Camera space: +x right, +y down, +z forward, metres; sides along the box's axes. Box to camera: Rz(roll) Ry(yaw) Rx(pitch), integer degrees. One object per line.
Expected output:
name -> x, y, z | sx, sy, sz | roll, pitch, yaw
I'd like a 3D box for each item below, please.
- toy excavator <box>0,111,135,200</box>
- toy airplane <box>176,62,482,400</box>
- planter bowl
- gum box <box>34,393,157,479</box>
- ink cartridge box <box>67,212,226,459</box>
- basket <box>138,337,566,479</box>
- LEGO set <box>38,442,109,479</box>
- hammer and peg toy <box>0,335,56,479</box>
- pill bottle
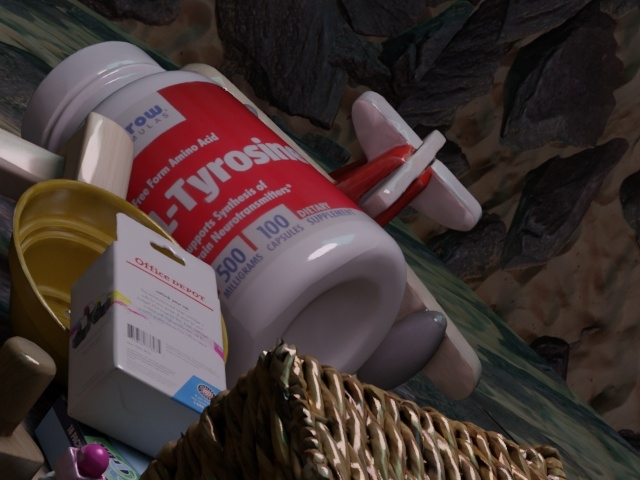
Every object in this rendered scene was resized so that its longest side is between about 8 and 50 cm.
toy excavator -> -0.373, -0.156, 1.376 | 0.432, 0.222, 0.445 | 8, -24, -1
toy airplane -> 0.000, 0.000, 1.949 | 0.386, 0.272, 0.384 | 27, -31, 35
planter bowl -> -0.187, 0.061, 1.385 | 0.217, 0.090, 0.217 | 36, 28, -22
gum box -> -0.106, 0.200, 1.228 | 0.184, 0.041, 0.157 | 32, 11, -35
ink cartridge box -> -0.131, 0.073, 1.275 | 0.104, 0.061, 0.181 | 33, 29, -28
basket -> 0.026, 0.243, 0.887 | 0.223, 0.213, 0.299 | 25, 31, -34
LEGO set -> -0.044, 0.194, 1.109 | 0.287, 0.107, 0.132 | 10, 54, -50
hammer and peg toy -> -0.279, 0.063, 0.952 | 0.266, 0.127, 0.361 | 27, 13, -50
pill bottle -> -0.122, -0.026, 1.720 | 0.407, 0.229, 0.229 | 42, 10, 31
